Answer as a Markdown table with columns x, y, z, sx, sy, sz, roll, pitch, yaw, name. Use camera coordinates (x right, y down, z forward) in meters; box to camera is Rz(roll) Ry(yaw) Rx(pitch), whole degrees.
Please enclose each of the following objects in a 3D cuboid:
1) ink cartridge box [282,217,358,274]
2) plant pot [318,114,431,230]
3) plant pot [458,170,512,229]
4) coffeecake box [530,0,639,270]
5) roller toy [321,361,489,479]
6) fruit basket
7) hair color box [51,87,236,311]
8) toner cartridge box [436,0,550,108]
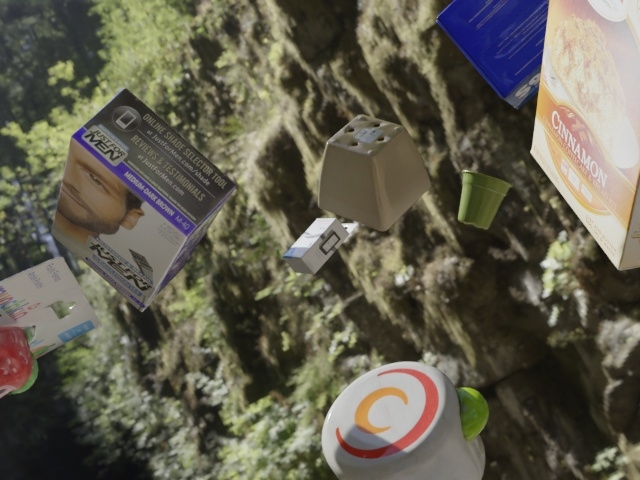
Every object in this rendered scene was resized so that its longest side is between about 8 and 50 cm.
| x | y | z | sx | sy | sz | roll | pitch | yaw | name |
| --- | --- | --- | --- | --- | --- | --- | --- | --- | --- |
| 0.000 | 0.000 | 1.037 | 0.083 | 0.028 | 0.048 | -48 | 22 | -20 | ink cartridge box |
| 0.062 | -0.093 | 1.110 | 0.109 | 0.109 | 0.096 | -42 | -42 | -33 | plant pot |
| 0.254 | -0.061 | 1.410 | 0.083 | 0.083 | 0.079 | 18 | -91 | -73 | plant pot |
| 0.197 | -0.100 | 0.550 | 0.068 | 0.142 | 0.186 | -9 | -51 | -8 | coffeecake box |
| 0.109 | 0.270 | 1.156 | 0.209 | 0.146 | 0.191 | 11 | 50 | 48 | roller toy |
| -0.379 | 0.144 | 0.837 | 0.353 | 0.166 | 0.327 | -22 | -12 | -14 | fruit basket |
| -0.252 | -0.039 | 1.198 | 0.110 | 0.185 | 0.339 | -50 | 2 | -30 | hair color box |
| 0.342 | -0.358 | 1.202 | 0.348 | 0.165 | 0.075 | -42 | -21 | 19 | toner cartridge box |
